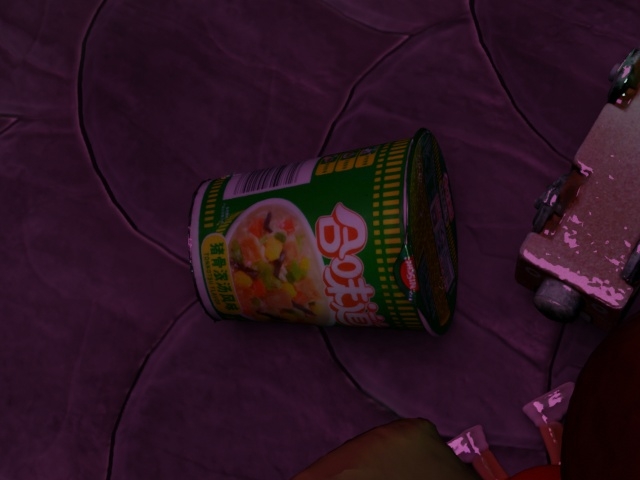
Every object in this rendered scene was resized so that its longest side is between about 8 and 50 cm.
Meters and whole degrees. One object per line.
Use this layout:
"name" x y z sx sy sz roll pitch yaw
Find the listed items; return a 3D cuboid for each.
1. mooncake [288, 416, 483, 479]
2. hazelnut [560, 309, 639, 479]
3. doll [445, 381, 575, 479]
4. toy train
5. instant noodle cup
"mooncake" 0.009 0.343 1.479 0.246 0.394 0.393 44 114 14
"hazelnut" 0.407 0.208 1.489 0.421 0.352 0.421 5 37 -4
"doll" 0.217 0.252 1.643 0.183 0.085 0.217 -24 53 -3
"toy train" 0.298 -0.055 1.684 0.129 0.159 0.326 28 76 14
"instant noodle cup" 0.000 0.000 1.706 0.233 0.207 0.207 -4 72 16
